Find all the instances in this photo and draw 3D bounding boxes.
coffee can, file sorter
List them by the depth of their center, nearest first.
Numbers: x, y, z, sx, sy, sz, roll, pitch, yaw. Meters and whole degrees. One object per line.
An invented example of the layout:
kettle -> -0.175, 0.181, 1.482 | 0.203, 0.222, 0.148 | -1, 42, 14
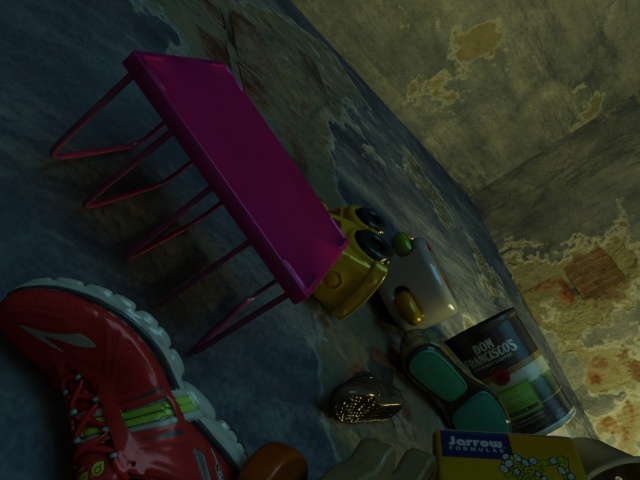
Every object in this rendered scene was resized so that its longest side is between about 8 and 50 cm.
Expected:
file sorter -> -0.138, -0.044, 0.622 | 0.290, 0.182, 0.202 | 55, 22, -4
coffee can -> 0.460, 0.332, 1.272 | 0.275, 0.202, 0.202 | 62, 23, 14

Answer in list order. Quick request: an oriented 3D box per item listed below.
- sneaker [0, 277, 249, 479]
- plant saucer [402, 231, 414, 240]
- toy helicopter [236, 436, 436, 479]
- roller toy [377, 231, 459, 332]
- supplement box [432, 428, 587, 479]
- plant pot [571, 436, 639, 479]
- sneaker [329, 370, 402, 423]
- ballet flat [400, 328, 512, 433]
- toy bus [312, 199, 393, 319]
sneaker -> -0.163, 0.150, 0.421 | 0.279, 0.107, 0.118 | 51, 28, -10
plant saucer -> 0.275, 0.069, 1.473 | 0.198, 0.036, 0.198 | 44, 25, -27
toy helicopter -> 0.048, 0.315, 0.532 | 0.355, 0.140, 0.234 | 8, 92, -59
roller toy -> 0.205, 0.105, 1.144 | 0.191, 0.146, 0.209 | 43, 23, -53
supplement box -> 0.239, 0.435, 0.618 | 0.356, 0.196, 0.194 | -75, 163, -61
plant pot -> 0.662, 0.609, 1.175 | 0.333, 0.334, 0.305 | 58, 3, 6
sneaker -> 0.060, 0.241, 0.809 | 0.188, 0.066, 0.071 | 35, 14, -51
ballet flat -> 0.283, 0.311, 1.082 | 0.348, 0.123, 0.123 | 48, 24, -19
toy bus -> 0.000, 0.000, 0.919 | 0.212, 0.149, 0.220 | 30, 28, -17
